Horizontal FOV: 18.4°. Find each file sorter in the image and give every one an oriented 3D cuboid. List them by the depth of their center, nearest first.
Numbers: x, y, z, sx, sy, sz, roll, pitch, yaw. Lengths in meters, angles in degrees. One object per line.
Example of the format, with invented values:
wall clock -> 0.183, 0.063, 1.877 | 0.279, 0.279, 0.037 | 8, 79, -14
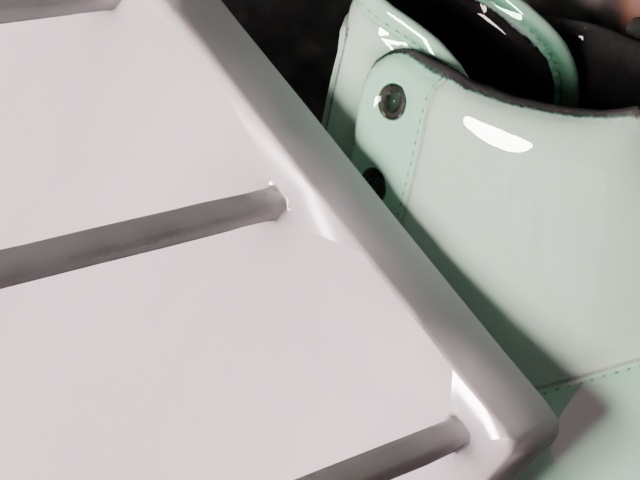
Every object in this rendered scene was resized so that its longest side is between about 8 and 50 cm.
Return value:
file sorter -> -0.132, 0.012, 0.441 | 0.278, 0.173, 0.193 | 52, 128, 18

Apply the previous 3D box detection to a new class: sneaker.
sneaker -> 0.001, 0.000, 0.500 | 0.256, 0.094, 0.151 | 7, 113, 33
